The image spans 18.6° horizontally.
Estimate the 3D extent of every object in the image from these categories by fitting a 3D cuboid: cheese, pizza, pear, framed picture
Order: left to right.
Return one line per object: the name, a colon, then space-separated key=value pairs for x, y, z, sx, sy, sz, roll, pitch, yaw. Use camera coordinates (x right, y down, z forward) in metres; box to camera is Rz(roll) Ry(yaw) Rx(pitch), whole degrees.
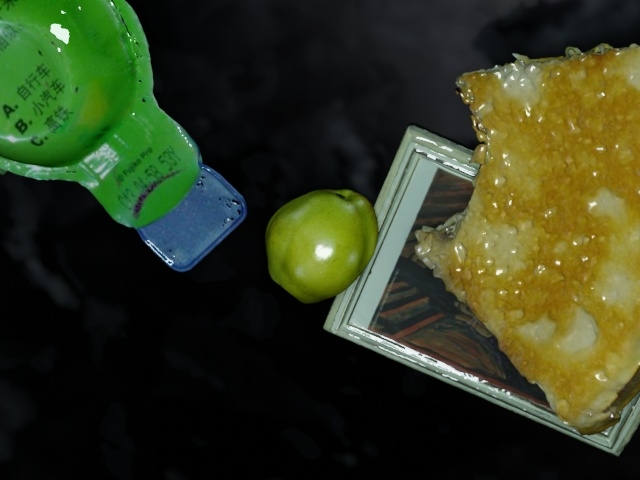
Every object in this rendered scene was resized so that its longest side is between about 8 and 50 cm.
cheese: x=-0.195 y=-0.108 z=1.534 sx=0.320 sy=0.083 sz=0.204 roll=44 pitch=120 yaw=-8
pear: x=0.000 y=0.000 z=1.543 sx=0.092 sy=0.092 sz=0.097 roll=42 pitch=83 yaw=-10
framed picture: x=0.157 y=0.048 z=1.562 sx=0.273 sy=0.016 sz=0.216 roll=23 pitch=123 yaw=3
pizza: x=0.189 y=-0.027 z=1.437 sx=0.223 sy=0.089 sz=0.323 roll=25 pitch=113 yaw=29
